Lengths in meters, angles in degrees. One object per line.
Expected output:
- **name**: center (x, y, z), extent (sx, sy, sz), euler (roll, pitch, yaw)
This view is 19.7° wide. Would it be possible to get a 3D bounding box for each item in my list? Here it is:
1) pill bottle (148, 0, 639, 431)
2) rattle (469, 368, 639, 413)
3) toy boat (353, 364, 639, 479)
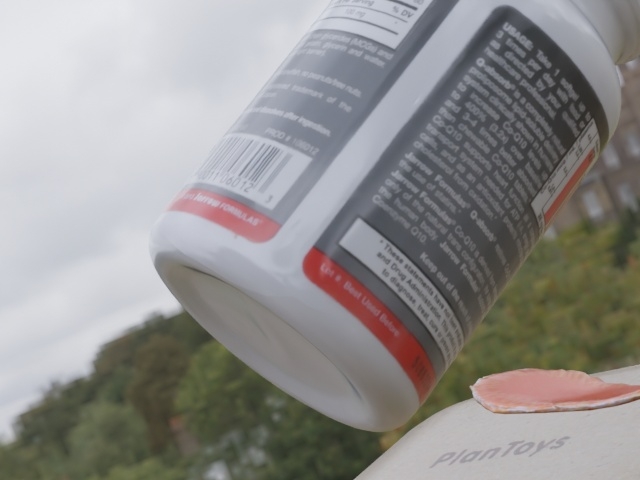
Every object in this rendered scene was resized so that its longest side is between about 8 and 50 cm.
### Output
- **pill bottle**: center (0.070, -0.071, 1.233), extent (0.363, 0.210, 0.210), euler (-52, 4, -16)
- **rattle**: center (0.135, 0.006, 0.313), extent (0.199, 0.143, 0.130), euler (-45, -25, 9)
- **toy boat**: center (0.086, 0.136, 0.626), extent (0.231, 0.151, 0.151), euler (-17, 14, 47)
